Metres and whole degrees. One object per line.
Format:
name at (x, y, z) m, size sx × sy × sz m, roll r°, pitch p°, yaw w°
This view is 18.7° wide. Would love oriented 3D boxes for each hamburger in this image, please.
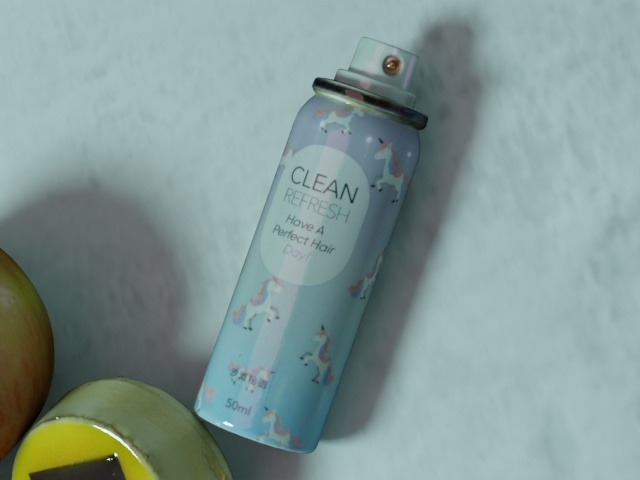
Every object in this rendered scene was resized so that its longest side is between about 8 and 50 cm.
hamburger at (-0.107, 0.146, 1.104) m, size 0.126 × 0.081 × 0.141 m, roll -37°, pitch 82°, yaw 34°

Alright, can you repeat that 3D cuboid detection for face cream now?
face cream at (0.000, 0.000, 1.083) m, size 0.075 × 0.075 × 0.229 m, roll 19°, pitch 91°, yaw 28°

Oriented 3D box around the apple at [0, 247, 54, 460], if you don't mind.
apple at (-0.250, 0.083, 1.133) m, size 0.209 × 0.209 × 0.164 m, roll -45°, pitch 83°, yaw 14°
